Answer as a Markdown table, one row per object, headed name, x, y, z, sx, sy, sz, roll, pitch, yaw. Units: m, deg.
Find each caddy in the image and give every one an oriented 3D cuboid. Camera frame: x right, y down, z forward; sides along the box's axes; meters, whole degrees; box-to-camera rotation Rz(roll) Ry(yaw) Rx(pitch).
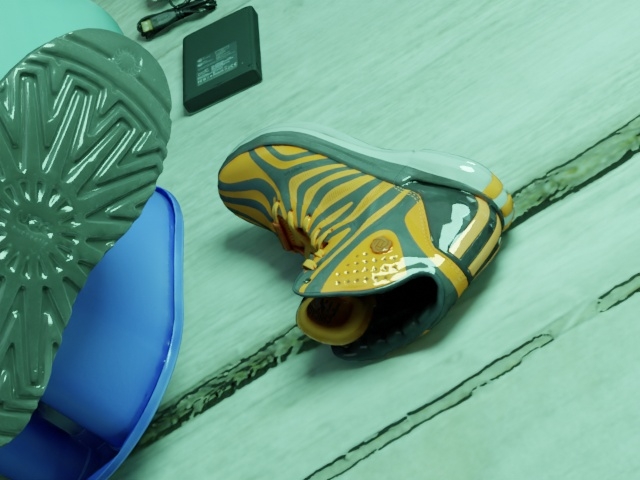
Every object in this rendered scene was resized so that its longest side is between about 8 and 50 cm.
| name | x | y | z | sx | sy | sz | roll | pitch | yaw |
| --- | --- | --- | --- | --- | --- | --- | --- | --- | --- |
| caddy | -0.230 | 0.077 | 1.480 | 0.241 | 0.179 | 0.341 | -41 | 35 | 31 |

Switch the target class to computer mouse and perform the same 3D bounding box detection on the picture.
| name | x | y | z | sx | sy | sz | roll | pitch | yaw |
| --- | --- | --- | --- | --- | --- | --- | --- | --- | --- |
| computer mouse | -0.181 | -0.325 | 1.999 | 0.106 | 0.042 | 0.193 | -27 | 43 | 18 |

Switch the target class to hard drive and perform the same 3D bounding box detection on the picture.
| name | x | y | z | sx | sy | sz | roll | pitch | yaw |
| --- | --- | --- | --- | --- | --- | --- | --- | --- | --- |
| hard drive | -0.113 | -0.207 | 1.827 | 0.094 | 0.022 | 0.135 | -24 | 38 | 15 |

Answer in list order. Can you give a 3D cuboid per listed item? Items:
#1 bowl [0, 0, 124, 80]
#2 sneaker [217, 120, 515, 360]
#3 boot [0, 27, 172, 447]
| name | x | y | z | sx | sy | sz | roll | pitch | yaw |
| --- | --- | --- | --- | --- | --- | --- | --- | --- | --- |
| bowl | -0.325 | -0.099 | 1.683 | 0.311 | 0.311 | 0.163 | -30 | 56 | 7 |
| sneaker | 0.000 | 0.000 | 1.424 | 0.321 | 0.124 | 0.180 | 7 | 52 | 42 |
| boot | -0.328 | 0.029 | 1.372 | 0.445 | 0.146 | 0.367 | -21 | 39 | 56 |
